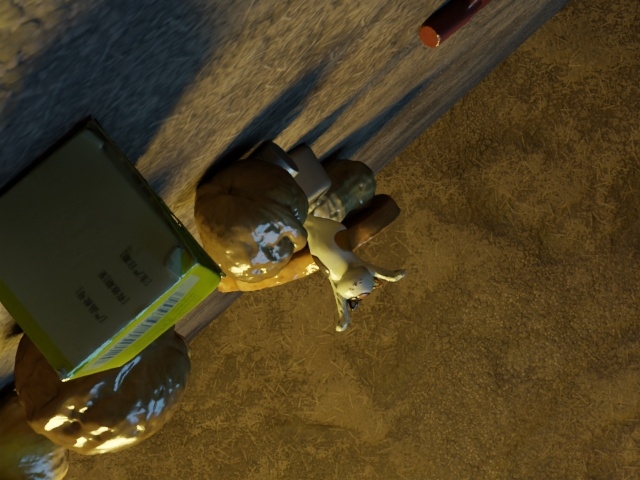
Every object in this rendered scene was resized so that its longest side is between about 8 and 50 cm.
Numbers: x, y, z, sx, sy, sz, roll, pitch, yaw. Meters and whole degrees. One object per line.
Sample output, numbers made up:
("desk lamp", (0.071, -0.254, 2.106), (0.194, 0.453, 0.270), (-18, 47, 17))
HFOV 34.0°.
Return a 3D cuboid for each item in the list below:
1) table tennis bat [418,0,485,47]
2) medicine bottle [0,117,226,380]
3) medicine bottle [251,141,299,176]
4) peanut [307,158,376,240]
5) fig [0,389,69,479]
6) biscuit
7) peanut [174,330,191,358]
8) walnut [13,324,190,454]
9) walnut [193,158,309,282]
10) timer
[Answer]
("table tennis bat", (0.267, -0.394, 1.605), (0.310, 0.038, 0.200), (-41, 177, -22))
("medicine bottle", (-0.174, 0.017, 0.853), (0.141, 0.137, 0.250), (-42, 178, -5))
("medicine bottle", (-0.080, -0.083, 1.414), (0.091, 0.058, 0.058), (-42, 177, 13))
("peanut", (0.009, -0.084, 2.078), (0.130, 0.130, 0.290), (-43, 174, 35))
("fig", (-0.467, 0.314, 1.476), (0.159, 0.159, 0.257), (-43, 172, 28))
("biscuit", (-0.025, 0.010, 2.215), (0.385, 0.062, 0.365), (-13, -163, 42))
("peanut", (-0.375, 0.276, 2.315), (0.147, 0.147, 0.319), (-40, -178, -24))
("walnut", (-0.254, 0.149, 1.224), (0.213, 0.213, 0.213), (-41, 177, -2))
("walnut", (-0.088, -0.027, 1.320), (0.166, 0.149, 0.167), (16, 90, -70))
("timer", (0.000, 0.000, 1.678), (0.175, 0.266, 0.175), (-42, 177, -3))
